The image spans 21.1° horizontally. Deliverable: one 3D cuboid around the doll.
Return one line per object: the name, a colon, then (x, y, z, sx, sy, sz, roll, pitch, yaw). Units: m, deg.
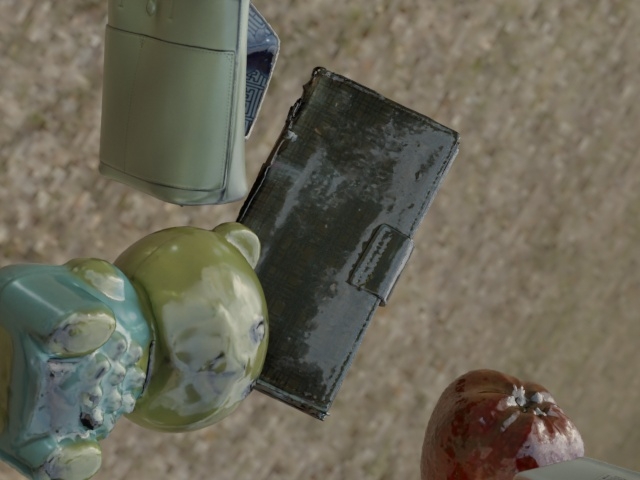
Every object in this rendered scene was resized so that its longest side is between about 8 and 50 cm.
doll: (-0.154, 0.084, 1.391, 0.261, 0.161, 0.177, -12, 116, -41)

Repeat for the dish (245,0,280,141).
dish: (-0.160, -0.253, 2.132, 0.243, 0.080, 0.182, 49, 46, -40)

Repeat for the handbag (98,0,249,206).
handbag: (-0.139, -0.200, 1.708, 0.109, 0.241, 0.315, -3, 105, -36)

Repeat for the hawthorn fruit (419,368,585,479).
hawthorn fruit: (0.165, 0.235, 1.716, 0.162, 0.162, 0.203, -22, 144, -60)

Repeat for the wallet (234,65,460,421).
wallet: (0.000, 0.000, 1.640, 0.044, 0.169, 0.317, 106, 10, -72)

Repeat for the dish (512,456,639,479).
dish: (0.292, 0.259, 1.494, 0.064, 0.234, 0.154, -50, 135, -29)
